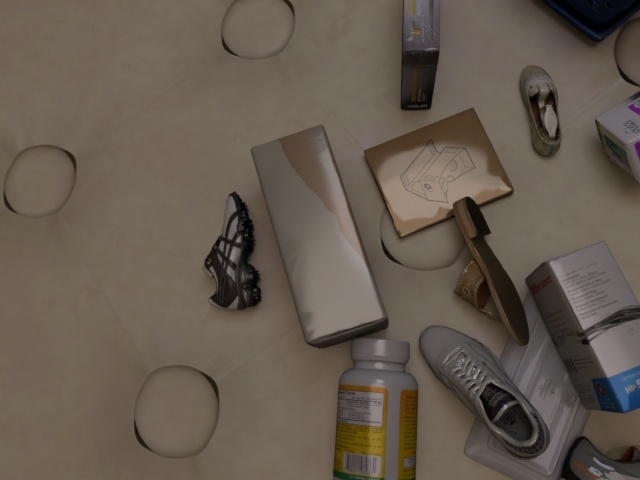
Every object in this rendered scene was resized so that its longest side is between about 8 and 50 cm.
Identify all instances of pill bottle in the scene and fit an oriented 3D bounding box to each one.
[{"bbox_3d":[0.081,0.250,0.815,0.117,0.117,0.209,2,76,8],"label":"pill bottle"}]

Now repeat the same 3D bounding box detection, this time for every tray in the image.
[{"bbox_3d":[0.330,0.222,0.834,0.145,0.030,0.271,24,80,12],"label":"tray"}]

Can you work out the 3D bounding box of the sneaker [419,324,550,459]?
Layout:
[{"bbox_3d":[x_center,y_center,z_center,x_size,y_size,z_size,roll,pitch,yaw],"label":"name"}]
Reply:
[{"bbox_3d":[0.227,0.201,0.802,0.090,0.095,0.235,-47,57,2],"label":"sneaker"}]

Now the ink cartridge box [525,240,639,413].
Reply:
[{"bbox_3d":[0.370,0.118,0.762,0.085,0.148,0.203,-21,75,3],"label":"ink cartridge box"}]

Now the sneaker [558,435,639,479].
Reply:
[{"bbox_3d":[0.461,0.344,0.752,0.271,0.100,0.108,16,73,11],"label":"sneaker"}]

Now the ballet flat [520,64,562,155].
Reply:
[{"bbox_3d":[0.369,-0.223,0.929,0.057,0.052,0.168,-8,75,6],"label":"ballet flat"}]

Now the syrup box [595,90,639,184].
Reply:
[{"bbox_3d":[0.547,-0.192,0.832,0.236,0.096,0.093,-31,33,13],"label":"syrup box"}]

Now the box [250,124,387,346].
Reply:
[{"bbox_3d":[0.000,0.000,0.876,0.121,0.148,0.311,-18,76,2],"label":"box"}]

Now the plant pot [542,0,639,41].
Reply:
[{"bbox_3d":[0.460,-0.480,0.900,0.236,0.212,0.236,-42,74,-3],"label":"plant pot"}]

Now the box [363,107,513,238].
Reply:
[{"bbox_3d":[0.194,-0.113,0.942,0.201,0.021,0.165,-21,74,1],"label":"box"}]

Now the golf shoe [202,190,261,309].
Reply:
[{"bbox_3d":[-0.154,0.016,0.927,0.093,0.077,0.198,-9,74,6],"label":"golf shoe"}]

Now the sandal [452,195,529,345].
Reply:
[{"bbox_3d":[0.240,0.056,0.876,0.079,0.088,0.240,-28,71,34],"label":"sandal"}]

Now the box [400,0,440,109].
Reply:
[{"bbox_3d":[0.162,-0.359,0.925,0.056,0.183,0.231,2,77,8],"label":"box"}]
